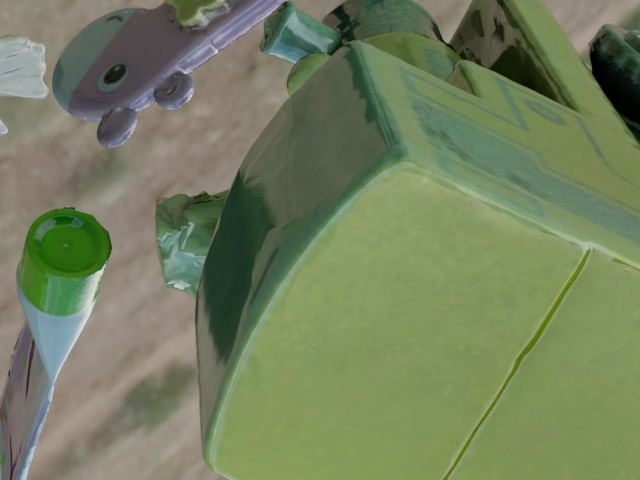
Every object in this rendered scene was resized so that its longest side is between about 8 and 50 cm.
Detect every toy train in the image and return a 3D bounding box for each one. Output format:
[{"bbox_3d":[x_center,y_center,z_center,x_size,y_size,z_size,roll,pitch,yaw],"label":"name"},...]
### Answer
[{"bbox_3d":[0.071,-0.008,0.699,0.150,0.237,0.369,-59,-164,18],"label":"toy train"}]

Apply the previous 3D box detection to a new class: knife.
[{"bbox_3d":[-0.013,-0.204,1.268,0.398,0.132,0.038,-35,135,2],"label":"knife"}]

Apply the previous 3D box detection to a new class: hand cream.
[{"bbox_3d":[-0.177,0.079,1.172,0.275,0.050,0.079,115,-3,-52],"label":"hand cream"}]

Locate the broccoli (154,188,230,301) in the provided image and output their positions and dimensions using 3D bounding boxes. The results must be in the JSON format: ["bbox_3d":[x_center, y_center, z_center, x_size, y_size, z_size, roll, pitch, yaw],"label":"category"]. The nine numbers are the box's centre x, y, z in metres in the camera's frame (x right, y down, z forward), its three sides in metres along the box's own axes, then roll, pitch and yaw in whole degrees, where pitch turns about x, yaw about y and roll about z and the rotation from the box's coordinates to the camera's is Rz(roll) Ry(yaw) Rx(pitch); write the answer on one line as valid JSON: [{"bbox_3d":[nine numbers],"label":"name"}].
[{"bbox_3d":[0.000,0.000,1.535,0.270,0.270,0.270,1,159,0],"label":"broccoli"}]

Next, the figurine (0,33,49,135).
[{"bbox_3d":[-0.333,-0.144,1.317,0.274,0.227,0.394,-3,151,9],"label":"figurine"}]
